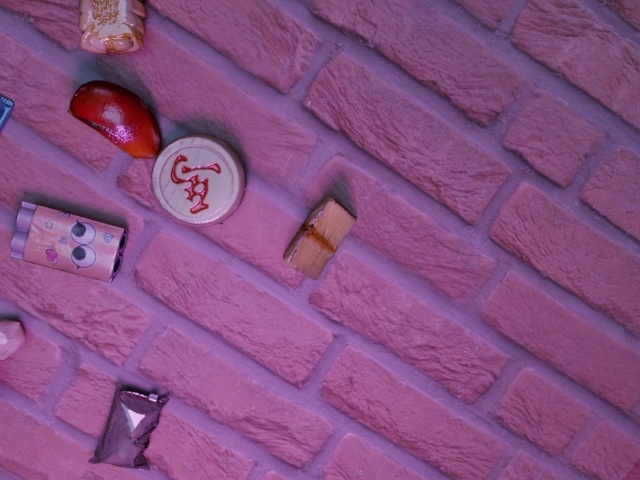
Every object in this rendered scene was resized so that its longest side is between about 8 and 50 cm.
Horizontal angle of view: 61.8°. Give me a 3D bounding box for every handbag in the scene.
[{"bbox_3d":[-0.567,0.570,1.607,0.183,0.117,0.270,19,95,-13],"label":"handbag"}]

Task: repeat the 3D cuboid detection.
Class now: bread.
[{"bbox_3d":[0.000,0.000,1.525,0.135,0.178,0.240,35,92,-5],"label":"bread"},{"bbox_3d":[-0.563,-0.666,1.446,0.173,0.121,0.311,0,97,-6],"label":"bread"}]

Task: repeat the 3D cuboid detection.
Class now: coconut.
[{"bbox_3d":[-0.917,0.281,1.563,0.124,0.110,0.110,-40,97,5],"label":"coconut"}]

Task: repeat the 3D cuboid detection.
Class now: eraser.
[{"bbox_3d":[-0.719,0.005,1.539,0.291,0.087,0.171,16,95,-5],"label":"eraser"}]

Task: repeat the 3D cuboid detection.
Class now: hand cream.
[{"bbox_3d":[-0.953,-0.309,1.518,0.083,0.048,0.224,26,89,-6],"label":"hand cream"}]

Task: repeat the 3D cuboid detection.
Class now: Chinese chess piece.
[{"bbox_3d":[-0.345,-0.170,1.527,0.273,0.102,0.273,0,98,-3],"label":"Chinese chess piece"}]

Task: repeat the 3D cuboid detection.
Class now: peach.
[{"bbox_3d":[-0.551,-0.335,1.471,0.267,0.154,0.158,37,93,-6],"label":"peach"}]
